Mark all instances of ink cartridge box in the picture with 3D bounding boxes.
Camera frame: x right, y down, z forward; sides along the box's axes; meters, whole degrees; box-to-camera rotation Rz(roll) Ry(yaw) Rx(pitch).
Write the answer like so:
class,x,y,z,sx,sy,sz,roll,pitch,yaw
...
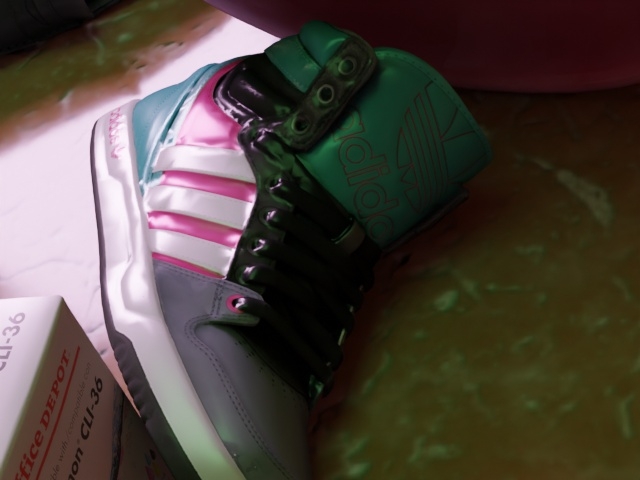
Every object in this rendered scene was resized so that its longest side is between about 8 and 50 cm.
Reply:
class,x,y,z,sx,sy,sz,roll,pitch,yaw
ink cartridge box,-0.123,0.103,0.675,0.067,0.198,0.115,-5,48,21

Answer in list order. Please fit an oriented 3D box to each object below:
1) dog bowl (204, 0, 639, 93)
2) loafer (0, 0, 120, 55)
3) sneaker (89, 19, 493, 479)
class,x,y,z,sx,sy,sz,roll,pitch,yaw
dog bowl,0.055,-0.207,0.768,0.408,0.408,0.150,6,70,29
loafer,-0.169,-0.166,1.037,0.223,0.076,0.078,-30,36,-10
sneaker,0.000,0.000,0.780,0.178,0.124,0.295,-29,42,10
